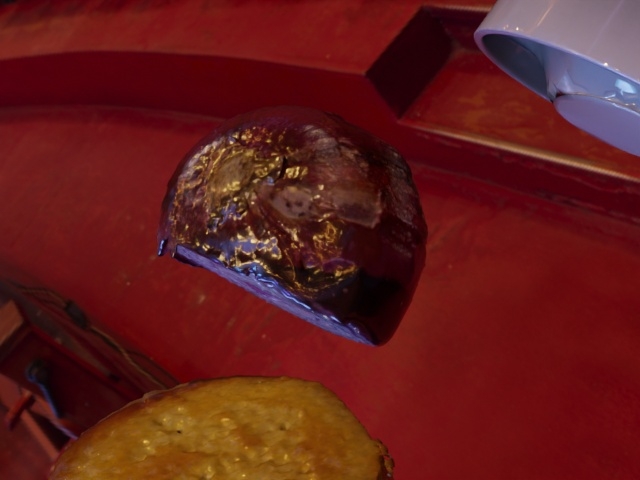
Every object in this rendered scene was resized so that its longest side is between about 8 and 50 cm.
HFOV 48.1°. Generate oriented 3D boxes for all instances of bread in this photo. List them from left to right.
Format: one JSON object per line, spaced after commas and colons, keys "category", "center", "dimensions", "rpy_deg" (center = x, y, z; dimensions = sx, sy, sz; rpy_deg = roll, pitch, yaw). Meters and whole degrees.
{"category": "bread", "center": [-0.099, 0.296, 0.740], "dimensions": [0.399, 0.215, 0.398], "rpy_deg": [-4, 16, 1]}

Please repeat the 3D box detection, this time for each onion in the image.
{"category": "onion", "center": [0.000, 0.000, 0.523], "dimensions": [0.195, 0.218, 0.139], "rpy_deg": [9, 71, 35]}

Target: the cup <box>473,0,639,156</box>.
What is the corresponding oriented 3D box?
{"category": "cup", "center": [0.216, -0.170, 0.436], "dimensions": [0.226, 0.186, 0.241], "rpy_deg": [-61, 12, 10]}
